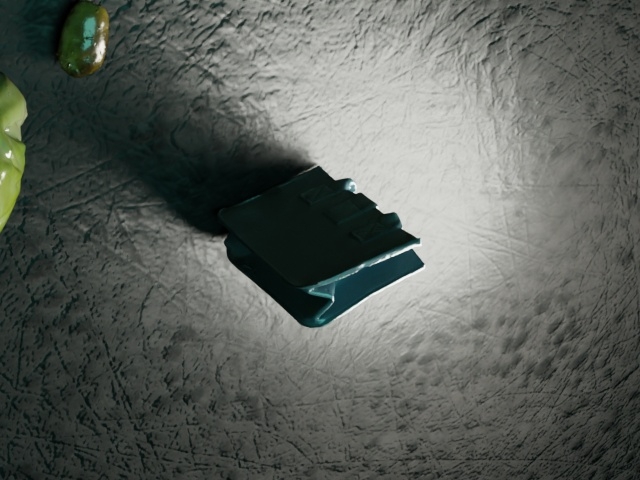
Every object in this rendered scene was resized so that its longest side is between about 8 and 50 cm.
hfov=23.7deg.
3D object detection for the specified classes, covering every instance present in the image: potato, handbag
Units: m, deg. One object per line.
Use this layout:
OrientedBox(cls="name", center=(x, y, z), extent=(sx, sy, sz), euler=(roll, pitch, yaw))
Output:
OrientedBox(cls="potato", center=(-0.244, -0.207, 1.573), extent=(0.051, 0.040, 0.083), euler=(-6, 122, -40))
OrientedBox(cls="handbag", center=(0.000, 0.000, 1.754), extent=(0.179, 0.229, 0.062), euler=(-26, 126, -21))

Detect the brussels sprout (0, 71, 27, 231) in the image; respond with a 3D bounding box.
OrientedBox(cls="brussels sprout", center=(-0.393, -0.072, 1.433), extent=(0.244, 0.244, 0.244), euler=(-18, 127, -26))
